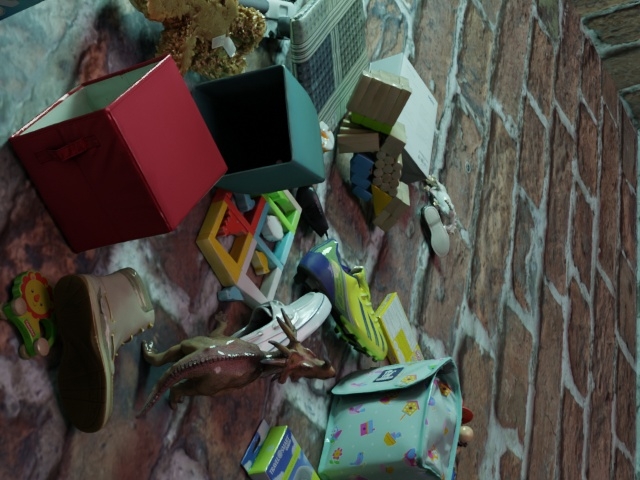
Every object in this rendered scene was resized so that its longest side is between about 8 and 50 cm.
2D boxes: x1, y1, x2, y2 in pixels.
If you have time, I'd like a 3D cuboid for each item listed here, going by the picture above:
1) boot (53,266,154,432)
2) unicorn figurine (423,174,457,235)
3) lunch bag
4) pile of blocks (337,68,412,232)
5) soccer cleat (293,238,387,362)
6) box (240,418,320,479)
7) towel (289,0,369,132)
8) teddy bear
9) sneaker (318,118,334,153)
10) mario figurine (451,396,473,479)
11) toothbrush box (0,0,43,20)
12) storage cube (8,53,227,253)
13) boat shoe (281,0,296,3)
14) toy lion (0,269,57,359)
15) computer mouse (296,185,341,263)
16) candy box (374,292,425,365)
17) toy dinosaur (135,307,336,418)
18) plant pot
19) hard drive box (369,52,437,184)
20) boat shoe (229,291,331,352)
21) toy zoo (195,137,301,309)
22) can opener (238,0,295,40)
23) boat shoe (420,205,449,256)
[{"bbox_3d":[-0.291,0.146,1.479,0.165,0.077,0.213,-10,94,-70],"label":"boot"},{"bbox_3d":[0.288,-0.084,2.528,0.111,0.060,0.162,40,40,-60],"label":"unicorn figurine"},{"bbox_3d":[0.133,0.331,1.962,0.160,0.223,0.262,49,40,-37],"label":"lunch bag"},{"bbox_3d":[0.111,-0.197,2.208,0.113,0.149,0.362,-88,176,-58],"label":"pile of blocks"},{"bbox_3d":[0.064,0.117,2.027,0.121,0.093,0.289,-47,123,-16],"label":"soccer cleat"},{"bbox_3d":[-0.059,0.398,1.800,0.178,0.042,0.109,61,34,-26],"label":"box"},{"bbox_3d":[0.014,-0.365,2.099,0.324,0.056,0.312,-57,150,-45],"label":"towel"},{"bbox_3d":[-0.209,-0.363,1.763,0.338,0.113,0.245,4,103,-56],"label":"teddy bear"},{"bbox_3d":[-0.076,-0.217,1.975,0.215,0.083,0.084,39,42,-21],"label":"sneaker"},{"bbox_3d":[0.248,0.451,2.149,0.198,0.170,0.321,93,9,-65],"label":"mario figurine"},{"bbox_3d":[-0.388,-0.401,1.320,0.216,0.295,0.126,21,61,-53],"label":"toothbrush box"},{"bbox_3d":[-0.279,-0.119,1.501,0.193,0.183,0.215,64,32,-23],"label":"storage cube"},{"bbox_3d":[-0.094,-0.474,2.077,0.142,0.049,0.040,3,95,-57],"label":"boat shoe"},{"bbox_3d":[-0.377,0.093,1.412,0.100,0.034,0.096,66,25,-18],"label":"toy lion"},{"bbox_3d":[0.000,0.000,2.053,0.071,0.041,0.242,-139,-153,-69],"label":"computer mouse"},{"bbox_3d":[0.170,0.223,2.254,0.206,0.027,0.105,67,30,-17],"label":"candy box"},{"bbox_3d":[-0.134,0.178,1.584,0.295,0.200,0.127,-13,94,-46],"label":"toy dinosaur"},{"bbox_3d":[-0.083,-0.166,1.801,0.234,0.165,0.165,25,57,-66],"label":"plant pot"},{"bbox_3d":[0.175,-0.268,2.389,0.181,0.089,0.232,48,42,-39],"label":"hard drive box"},{"bbox_3d":[-0.077,0.142,1.794,0.258,0.095,0.084,-40,106,-46],"label":"boat shoe"},{"bbox_3d":[-0.124,-0.011,1.860,0.192,0.030,0.293,53,38,-34],"label":"toy zoo"},{"bbox_3d":[-0.110,-0.416,1.978,0.280,0.093,0.074,-6,102,-56],"label":"can opener"},{"bbox_3d":[0.263,-0.022,2.488,0.046,0.038,0.125,-28,107,-14],"label":"boat shoe"}]
